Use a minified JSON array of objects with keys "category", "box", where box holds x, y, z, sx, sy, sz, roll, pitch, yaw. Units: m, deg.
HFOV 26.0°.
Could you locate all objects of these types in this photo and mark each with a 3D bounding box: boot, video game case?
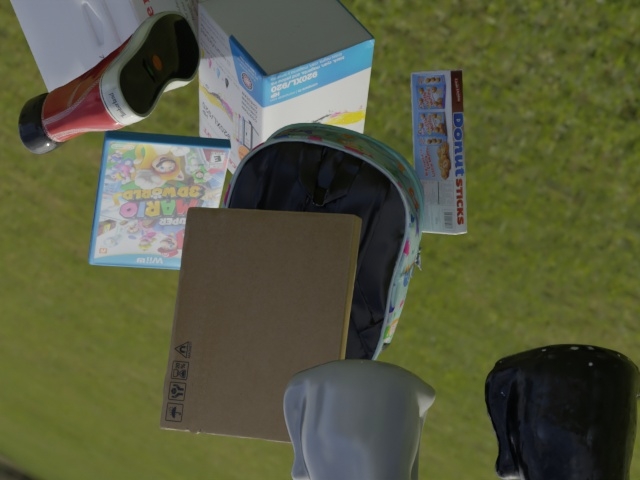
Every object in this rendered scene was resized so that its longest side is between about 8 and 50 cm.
[{"category":"boot","box":[-0.249,-0.181,1.598,0.176,0.244,0.088,-18,110,27]},{"category":"video game case","box":[-0.159,-0.036,1.348,0.119,0.015,0.166,3,134,-14]}]

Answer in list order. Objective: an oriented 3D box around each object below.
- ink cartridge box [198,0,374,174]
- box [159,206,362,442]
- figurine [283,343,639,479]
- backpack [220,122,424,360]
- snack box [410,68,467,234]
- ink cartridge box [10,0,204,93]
[{"category":"ink cartridge box","box":[-0.051,-0.201,1.822,0.171,0.168,0.232,50,152,33]},{"category":"box","box":[-0.053,0.073,1.208,0.164,0.201,0.021,3,171,22]},{"category":"figurine","box":[0.075,0.174,0.787,0.215,0.209,0.092,-6,155,26]},{"category":"backpack","box":[0.000,0.000,1.520,0.225,0.253,0.191,16,-158,11]},{"category":"snack box","box":[0.130,-0.097,1.520,0.022,0.178,0.064,-7,-172,-38]},{"category":"ink cartridge box","box":[-0.251,-0.336,1.874,0.197,0.270,0.198,-6,115,33]}]
